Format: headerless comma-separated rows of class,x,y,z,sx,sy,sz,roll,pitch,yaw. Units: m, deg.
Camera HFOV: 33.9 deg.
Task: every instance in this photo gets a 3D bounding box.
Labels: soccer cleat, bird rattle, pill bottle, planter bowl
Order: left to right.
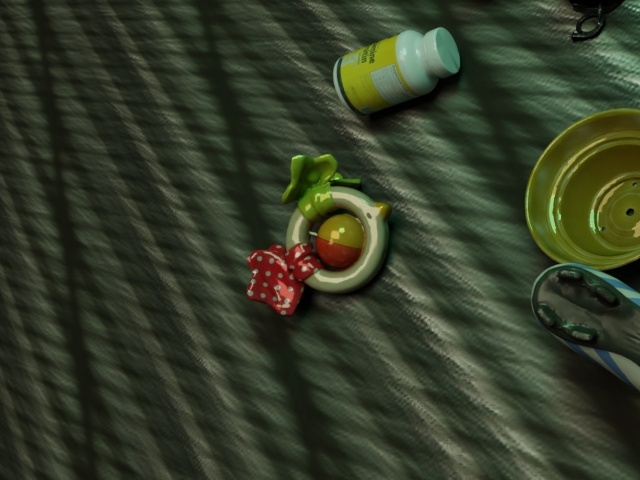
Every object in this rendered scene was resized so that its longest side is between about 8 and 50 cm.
bird rattle,0.000,0.000,1.599,0.207,0.143,0.253,16,83,27
pill bottle,0.119,-0.266,1.637,0.184,0.103,0.103,-16,60,34
planter bowl,0.376,-0.050,1.325,0.217,0.090,0.217,-19,58,33
soccer cleat,0.398,0.129,1.215,0.331,0.143,0.116,36,100,21

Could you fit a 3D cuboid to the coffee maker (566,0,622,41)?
coffee maker,0.358,-0.400,1.450,0.120,0.178,0.171,-12,62,37
